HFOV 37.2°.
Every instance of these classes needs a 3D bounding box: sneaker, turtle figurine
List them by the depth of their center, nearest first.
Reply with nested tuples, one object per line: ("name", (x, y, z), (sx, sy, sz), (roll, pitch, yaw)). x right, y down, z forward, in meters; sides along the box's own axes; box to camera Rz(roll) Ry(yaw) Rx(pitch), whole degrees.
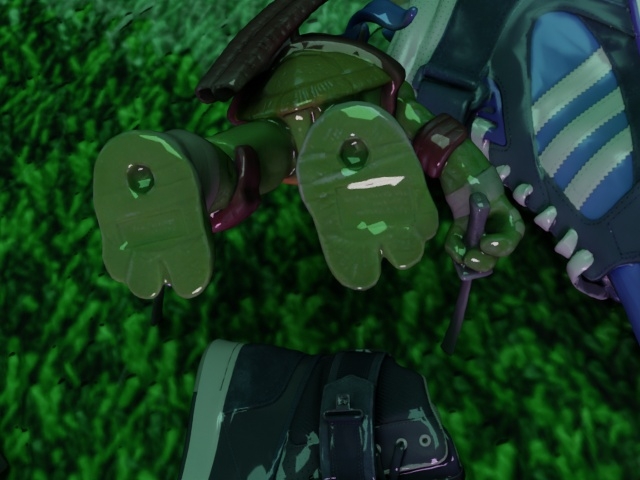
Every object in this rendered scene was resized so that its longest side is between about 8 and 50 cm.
("turtle figurine", (0.000, 0.000, 0.505), (0.198, 0.266, 0.274), (28, 104, 5))
("sneaker", (-0.001, 0.164, 0.544), (0.164, 0.086, 0.226), (2, 63, 11))
("sneaker", (0.134, -0.041, 0.629), (0.236, 0.130, 0.322), (-10, 73, 24))

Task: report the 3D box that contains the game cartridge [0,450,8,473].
("game cartridge", (-0.405, 0.107, 0.653), (0.230, 0.068, 0.355), (-44, 65, -10))

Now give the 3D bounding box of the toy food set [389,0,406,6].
("toy food set", (0.074, -0.242, 0.783), (0.078, 0.019, 0.122), (-21, 61, -2))
